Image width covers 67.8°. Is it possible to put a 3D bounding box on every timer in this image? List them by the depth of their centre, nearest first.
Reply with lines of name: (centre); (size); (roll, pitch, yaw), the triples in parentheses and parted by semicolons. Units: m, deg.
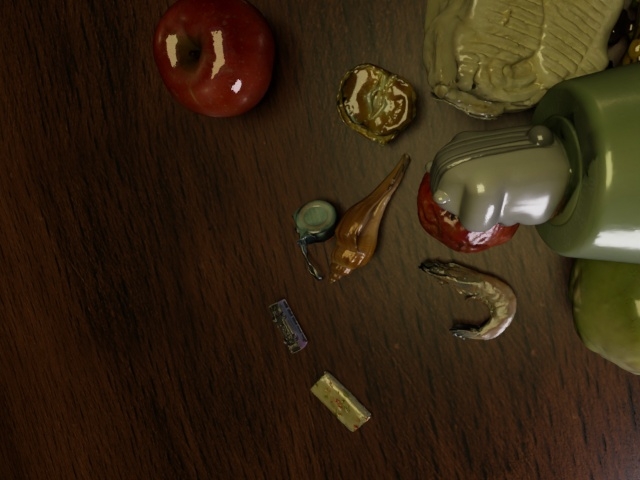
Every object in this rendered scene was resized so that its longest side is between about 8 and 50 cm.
timer: (0.319, -0.098, 0.707); (0.316, 0.291, 0.290); (-5, 98, 3)

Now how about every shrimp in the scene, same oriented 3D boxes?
shrimp: (0.299, 0.127, 1.021); (0.219, 0.046, 0.152); (26, 105, 14)

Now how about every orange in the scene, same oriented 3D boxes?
orange: (0.115, -0.285, 0.981); (0.160, 0.112, 0.169); (-11, 119, 12)

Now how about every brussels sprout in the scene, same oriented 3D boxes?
brussels sprout: (0.573, 0.100, 0.817); (0.274, 0.242, 0.316); (-4, 105, -3)

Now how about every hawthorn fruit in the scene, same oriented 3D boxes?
hawthorn fruit: (0.267, -0.070, 0.889); (0.208, 0.243, 0.207); (7, 105, 28)

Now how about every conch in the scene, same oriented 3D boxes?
conch: (0.094, -0.048, 1.045); (0.093, 0.109, 0.330); (29, 96, 46)

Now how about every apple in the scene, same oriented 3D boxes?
apple: (-0.226, -0.397, 1.034); (0.261, 0.216, 0.260); (5, 103, 21)

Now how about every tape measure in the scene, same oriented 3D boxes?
tape measure: (-0.001, -0.002, 1.120); (0.107, 0.104, 0.179); (-18, 130, -2)

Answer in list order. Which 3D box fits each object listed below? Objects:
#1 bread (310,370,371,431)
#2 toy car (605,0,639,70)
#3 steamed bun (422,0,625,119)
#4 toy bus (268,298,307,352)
bread: (0.048, 0.397, 1.177); (0.154, 0.028, 0.068); (44, 113, 10)
toy car: (0.578, -0.311, 0.779); (0.201, 0.142, 0.247); (9, 101, 20)
steamed bun: (0.309, -0.380, 0.823); (0.394, 0.237, 0.346); (-37, 107, -8)
toy bus: (-0.080, 0.210, 1.178); (0.037, 0.052, 0.130); (-31, 86, 28)
